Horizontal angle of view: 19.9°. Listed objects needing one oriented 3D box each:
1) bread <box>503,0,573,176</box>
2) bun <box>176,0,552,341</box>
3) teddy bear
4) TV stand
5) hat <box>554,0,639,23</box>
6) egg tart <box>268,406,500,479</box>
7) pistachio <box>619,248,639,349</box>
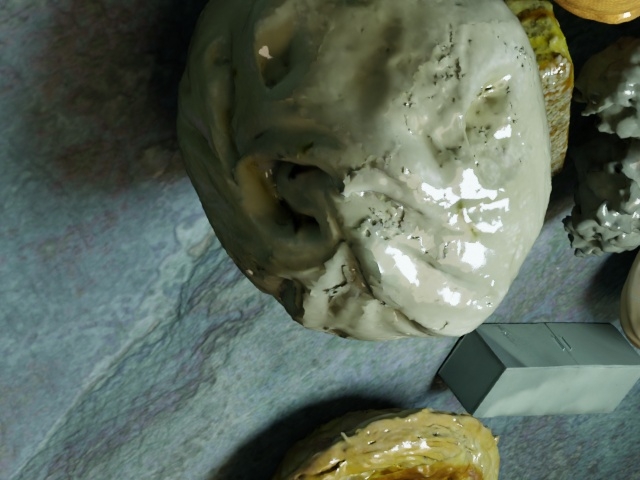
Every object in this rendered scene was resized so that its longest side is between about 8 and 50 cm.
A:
[{"bbox_3d":[0.143,-0.127,1.729,0.184,0.110,0.234,-19,157,-5],"label":"bread"},{"bbox_3d":[0.018,-0.083,1.501,0.234,0.326,0.362,-32,109,-45],"label":"bun"},{"bbox_3d":[0.350,-0.109,1.895,0.357,0.224,0.367,-42,180,-38],"label":"teddy bear"},{"bbox_3d":[0.273,0.156,2.222,0.269,0.083,0.088,3,130,-44],"label":"TV stand"},{"bbox_3d":[0.225,-0.265,1.605,0.233,0.244,0.233,-7,153,-13],"label":"hat"},{"bbox_3d":[0.051,0.303,2.135,0.352,0.150,0.352,-19,137,-18],"label":"egg tart"},{"bbox_3d":[0.505,0.043,2.217,0.318,0.214,0.193,-33,-170,-23],"label":"pistachio"}]
